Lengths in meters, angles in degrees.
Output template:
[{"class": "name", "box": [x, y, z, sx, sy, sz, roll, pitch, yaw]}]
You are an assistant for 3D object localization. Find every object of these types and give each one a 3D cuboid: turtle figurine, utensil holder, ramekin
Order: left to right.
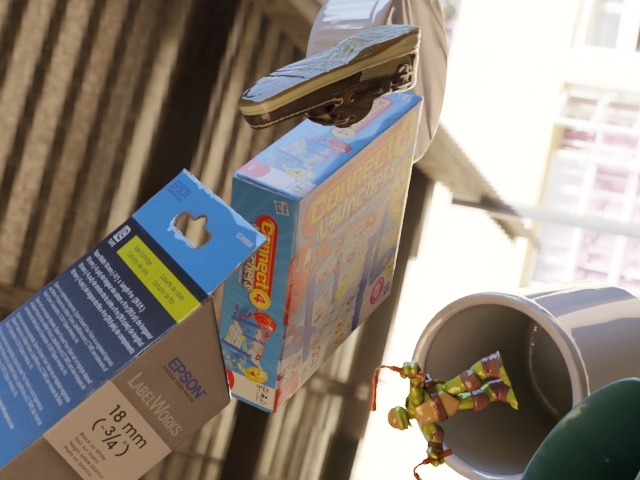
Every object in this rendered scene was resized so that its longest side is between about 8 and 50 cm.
[{"class": "ramekin", "box": [0.079, -0.246, 1.904, 0.273, 0.127, 0.273, 6, -90, -66]}, {"class": "turtle figurine", "box": [0.195, 0.260, 2.071, 0.087, 0.217, 0.270, -106, -5, -58]}, {"class": "utensil holder", "box": [0.396, 0.236, 2.311, 0.385, 0.327, 0.328, -5, -74, -52]}]

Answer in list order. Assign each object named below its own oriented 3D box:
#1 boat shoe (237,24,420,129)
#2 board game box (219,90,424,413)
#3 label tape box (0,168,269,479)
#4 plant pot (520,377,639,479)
[{"class": "boat shoe", "box": [0.019, -0.141, 1.239, 0.223, 0.080, 0.073, -31, -64, -39]}, {"class": "board game box", "box": [0.000, 0.000, 1.585, 0.308, 0.086, 0.302, -42, -32, -48]}, {"class": "label tape box", "box": [-0.190, 0.105, 1.214, 0.333, 0.240, 0.106, -40, -60, -7]}, {"class": "plant pot", "box": [0.442, 0.373, 1.808, 0.293, 0.235, 0.293, -50, 12, 15]}]
